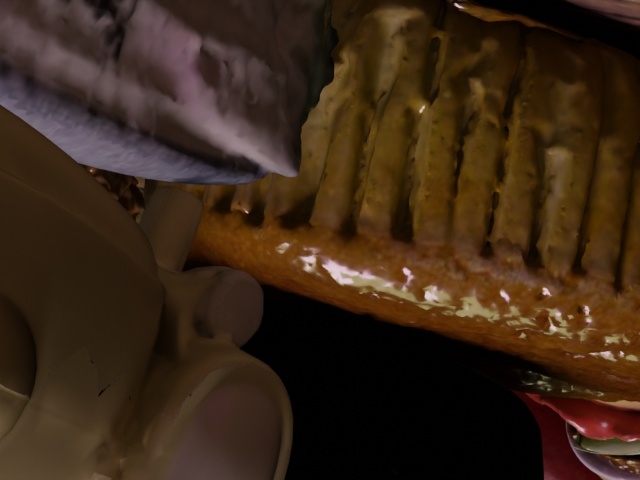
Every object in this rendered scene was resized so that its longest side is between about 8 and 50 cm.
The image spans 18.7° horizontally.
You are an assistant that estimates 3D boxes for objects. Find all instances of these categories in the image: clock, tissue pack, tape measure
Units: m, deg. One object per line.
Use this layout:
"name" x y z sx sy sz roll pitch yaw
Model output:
"clock" -0.164 -0.001 0.456 0.276 0.120 0.379 26 173 -29
"tissue pack" -0.220 -0.124 0.573 0.394 0.124 0.288 14 177 25
"tape measure" -0.016 0.099 0.792 0.223 0.135 0.202 16 161 -28

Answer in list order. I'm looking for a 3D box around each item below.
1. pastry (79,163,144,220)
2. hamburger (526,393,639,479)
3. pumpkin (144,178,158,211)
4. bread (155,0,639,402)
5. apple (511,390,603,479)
"pastry" -0.257 -0.047 1.408 0.255 0.162 0.311 29 167 -23
"hamburger" 0.183 0.054 0.949 0.175 0.175 0.137 12 146 41
"pumpkin" 0.000 0.000 1.111 0.219 0.162 0.219 18 180 0
"bread" 0.059 -0.018 0.798 0.253 0.142 0.227 19 168 -14
"apple" 0.165 0.152 1.675 0.365 0.295 0.329 17 148 35
